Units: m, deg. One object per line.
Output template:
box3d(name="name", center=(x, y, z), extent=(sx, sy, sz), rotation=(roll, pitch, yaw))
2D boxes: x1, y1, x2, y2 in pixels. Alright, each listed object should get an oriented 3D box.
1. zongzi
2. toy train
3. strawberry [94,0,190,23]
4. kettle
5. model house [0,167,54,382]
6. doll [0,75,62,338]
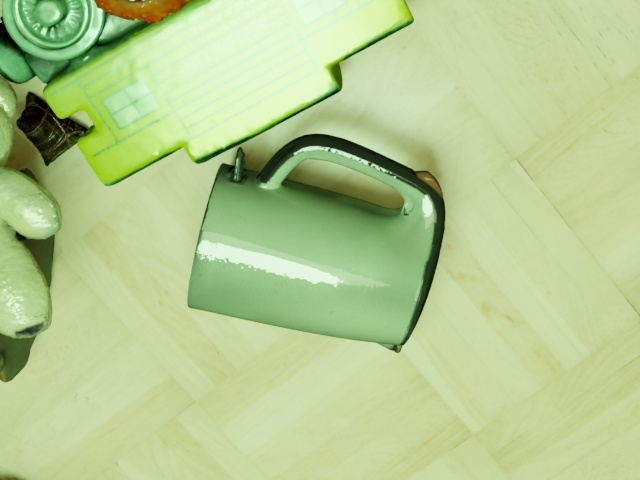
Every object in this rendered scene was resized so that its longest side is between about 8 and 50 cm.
box3d(name="zongzi", center=(-0.321, -0.141, 1.024), extent=(0.067, 0.073, 0.083), rotation=(-33, 141, 13))
box3d(name="toy train", center=(-0.115, -0.234, 0.918), extent=(0.442, 0.179, 0.272), rotation=(-26, 110, 11))
box3d(name="strawberry", center=(-0.157, -0.279, 0.774), extent=(0.121, 0.082, 0.188), rotation=(-9, 84, -8))
box3d(name="kettle", center=(0.000, 0.000, 0.967), extent=(0.255, 0.165, 0.240), rotation=(14, 119, 0))
box3d(name="model house", center=(-0.443, 0.026, 1.024), extent=(0.229, 0.219, 0.199), rotation=(15, 148, 5))
box3d(name="doll", center=(-0.367, -0.022, 0.898), extent=(0.175, 0.149, 0.278), rotation=(-16, 89, -31))
